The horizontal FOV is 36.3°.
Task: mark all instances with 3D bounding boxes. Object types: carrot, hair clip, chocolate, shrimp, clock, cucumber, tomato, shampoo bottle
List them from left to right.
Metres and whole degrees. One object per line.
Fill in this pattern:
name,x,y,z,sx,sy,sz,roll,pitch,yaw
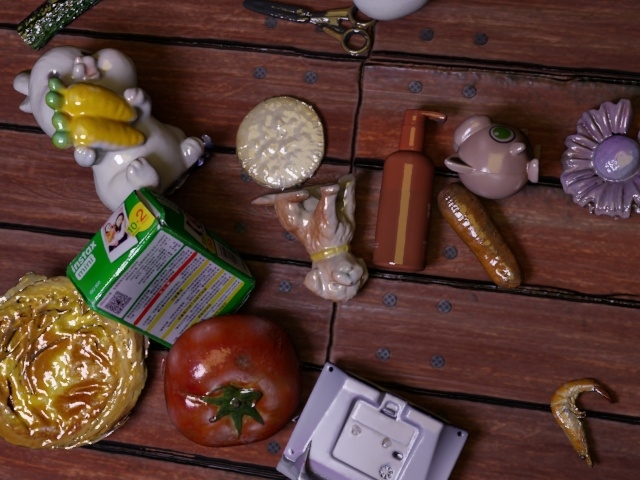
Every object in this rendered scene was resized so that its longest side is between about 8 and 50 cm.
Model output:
cucumber,-0.410,-0.388,1.590,0.187,0.058,0.058,-36,81,5
tomato,-0.126,0.222,1.444,0.225,0.085,0.225,-5,108,-14
clock,0.074,0.311,1.448,0.253,0.083,0.186,25,90,10
chocolate,0.107,-0.410,1.466,0.221,0.221,0.147,-20,111,8
shampoo bottle,0.132,-0.076,1.465,0.085,0.085,0.244,8,88,10
carrot,0.242,-0.007,1.456,0.060,0.060,0.186,-37,83,5
shrimp,0.391,0.266,1.427,0.091,0.025,0.127,-17,81,7
hair clip,0.491,-0.079,1.411,0.300,0.069,0.173,33,92,10

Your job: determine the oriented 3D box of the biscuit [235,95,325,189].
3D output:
biscuit,-0.064,-0.154,1.534,0.152,0.020,0.152,-1,86,9

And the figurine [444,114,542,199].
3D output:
figurine,0.255,-0.121,1.426,0.138,0.125,0.125,12,88,13

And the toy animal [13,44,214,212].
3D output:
toy animal,-0.330,-0.182,1.483,0.310,0.247,0.183,44,77,-6

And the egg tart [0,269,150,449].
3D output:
egg tart,-0.406,0.182,1.525,0.297,0.132,0.297,0,89,-5

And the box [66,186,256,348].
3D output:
box,-0.227,0.051,1.433,0.180,0.250,0.103,-48,46,4

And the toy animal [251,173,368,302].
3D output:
toy animal,-0.013,0.007,1.493,0.184,0.104,0.185,-8,103,37

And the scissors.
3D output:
scissors,-0.019,-0.354,1.543,0.220,0.017,0.088,15,89,11
